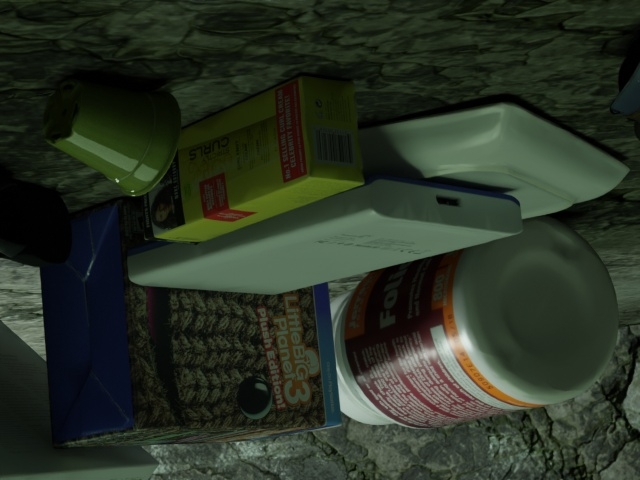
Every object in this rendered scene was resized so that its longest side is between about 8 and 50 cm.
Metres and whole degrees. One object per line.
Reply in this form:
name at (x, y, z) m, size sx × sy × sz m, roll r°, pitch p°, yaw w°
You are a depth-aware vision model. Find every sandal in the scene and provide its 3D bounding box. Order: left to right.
sandal at (-0.284, -0.021, 1.388) m, size 0.054 × 0.097 × 0.254 m, roll -9°, pitch 180°, yaw 22°

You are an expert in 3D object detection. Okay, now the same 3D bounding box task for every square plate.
square plate at (0.085, -0.049, 1.520) m, size 0.347 × 0.049 × 0.344 m, roll -11°, pitch 169°, yaw 26°

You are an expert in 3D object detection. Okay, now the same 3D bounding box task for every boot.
boot at (0.266, -0.121, 1.230) m, size 0.106 × 0.082 × 0.219 m, roll 19°, pitch 169°, yaw -9°

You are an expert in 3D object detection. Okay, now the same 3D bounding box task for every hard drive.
hard drive at (0.000, 0.000, 1.493) m, size 0.319 × 0.040 × 0.210 m, roll -15°, pitch 165°, yaw 42°

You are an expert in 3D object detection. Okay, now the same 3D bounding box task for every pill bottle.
pill bottle at (0.163, 0.113, 1.956) m, size 0.224 × 0.224 × 0.392 m, roll 1°, pitch 167°, yaw -29°

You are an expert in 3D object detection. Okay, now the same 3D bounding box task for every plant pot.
plant pot at (-0.159, -0.084, 1.164) m, size 0.079 × 0.083 × 0.083 m, roll 21°, pitch 155°, yaw -38°

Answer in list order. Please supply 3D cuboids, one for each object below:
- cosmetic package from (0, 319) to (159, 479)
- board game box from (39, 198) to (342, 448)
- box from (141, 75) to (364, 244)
cosmetic package at (-0.375, 0.183, 1.637) m, size 0.097 × 0.284 × 0.377 m, roll -53°, pitch 158°, yaw 10°
board game box at (-0.135, 0.093, 1.667) m, size 0.141 × 0.232 × 0.291 m, roll -15°, pitch 166°, yaw 42°
box at (-0.061, -0.061, 1.285) m, size 0.058 × 0.087 × 0.232 m, roll 4°, pitch 167°, yaw -40°
